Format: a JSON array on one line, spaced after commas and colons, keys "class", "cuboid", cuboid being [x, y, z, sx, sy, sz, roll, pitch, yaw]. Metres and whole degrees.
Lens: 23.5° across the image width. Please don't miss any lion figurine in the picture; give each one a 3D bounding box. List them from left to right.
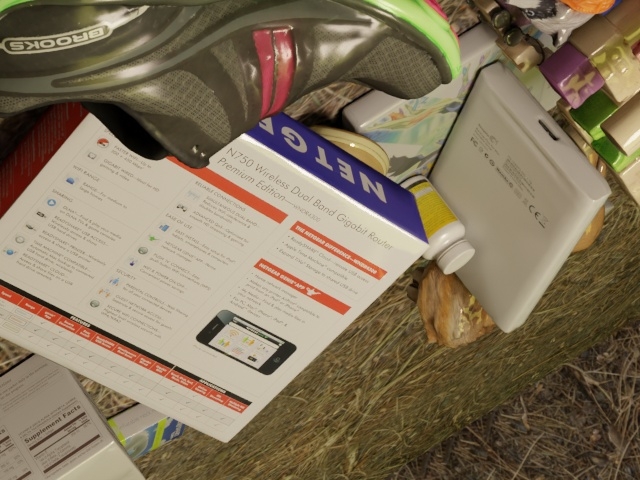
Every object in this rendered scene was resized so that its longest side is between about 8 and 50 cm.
[{"class": "lion figurine", "cuboid": [0.290, -0.017, 2.093, 0.392, 0.142, 0.240, -21, 116, -23]}]

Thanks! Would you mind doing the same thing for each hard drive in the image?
[{"class": "hard drive", "cuboid": [0.218, -0.044, 1.834, 0.040, 0.203, 0.307, -28, 159, -26]}]

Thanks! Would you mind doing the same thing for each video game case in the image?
[{"class": "video game case", "cuboid": [0.169, -0.161, 1.843, 0.329, 0.036, 0.300, -32, 160, -11]}]

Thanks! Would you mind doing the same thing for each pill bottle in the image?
[{"class": "pill bottle", "cuboid": [0.136, -0.018, 1.884, 0.065, 0.116, 0.065, -33, 160, -13]}]

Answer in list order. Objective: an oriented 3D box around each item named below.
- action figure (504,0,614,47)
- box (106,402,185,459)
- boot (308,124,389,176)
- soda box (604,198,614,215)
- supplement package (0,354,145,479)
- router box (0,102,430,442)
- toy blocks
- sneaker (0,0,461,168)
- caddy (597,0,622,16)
[{"class": "action figure", "cuboid": [0.218, -0.304, 1.383, 0.341, 0.178, 0.330, -34, 149, -26]}, {"class": "box", "cuboid": [-0.249, 0.259, 2.096, 0.178, 0.042, 0.109, -26, 159, -25]}, {"class": "boot", "cuboid": [0.000, 0.000, 1.705, 0.262, 0.095, 0.203, 92, 17, -72]}, {"class": "soda box", "cuboid": [0.308, -0.031, 2.295, 0.286, 0.098, 0.091, -16, 152, -44]}, {"class": "supplement package", "cuboid": [-0.362, 0.273, 1.770, 0.262, 0.145, 0.204, -33, 160, -9]}, {"class": "router box", "cuboid": [-0.125, 0.006, 1.379, 0.335, 0.082, 0.301, 31, 117, -30]}, {"class": "toy blocks", "cuboid": [0.375, -0.193, 1.604, 0.260, 0.309, 0.288, -41, 135, 4]}, {"class": "sneaker", "cuboid": [-0.082, -0.162, 1.176, 0.483, 0.185, 0.202, 2, 127, -45]}, {"class": "caddy", "cuboid": [0.444, -0.260, 1.818, 0.241, 0.179, 0.341, -34, 159, -35]}]
